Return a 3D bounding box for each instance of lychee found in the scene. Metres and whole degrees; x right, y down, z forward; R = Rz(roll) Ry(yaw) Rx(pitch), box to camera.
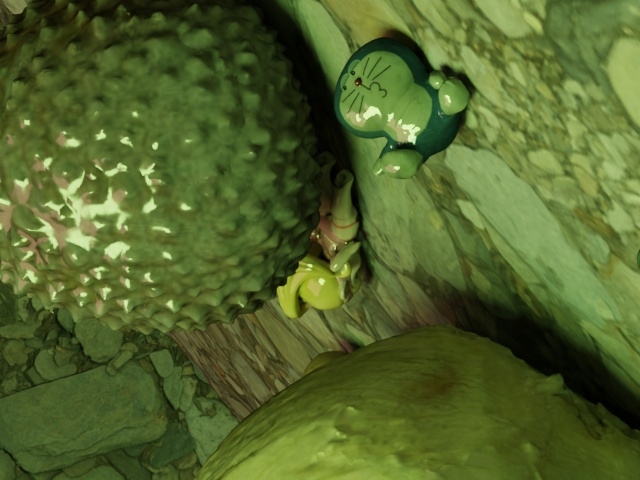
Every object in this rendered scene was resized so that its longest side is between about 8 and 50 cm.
[{"bbox_3d":[-0.136,-0.067,0.864,0.300,0.300,0.300,48,164,19],"label":"lychee"}]

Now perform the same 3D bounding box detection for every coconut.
[{"bbox_3d":[0.093,0.248,0.777,0.404,0.404,0.404,48,164,19],"label":"coconut"}]

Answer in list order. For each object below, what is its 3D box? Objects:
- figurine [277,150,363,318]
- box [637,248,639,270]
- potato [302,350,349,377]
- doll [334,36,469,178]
[{"bbox_3d":[0.000,0.000,0.988,0.083,0.083,0.187,45,153,25],"label":"figurine"},{"bbox_3d":[0.207,0.039,0.535,0.126,0.031,0.091,51,165,0],"label":"box"},{"bbox_3d":[0.035,0.176,1.208,0.147,0.112,0.112,48,165,43],"label":"potato"},{"bbox_3d":[0.044,-0.080,0.692,0.083,0.076,0.050,40,-164,19],"label":"doll"}]
